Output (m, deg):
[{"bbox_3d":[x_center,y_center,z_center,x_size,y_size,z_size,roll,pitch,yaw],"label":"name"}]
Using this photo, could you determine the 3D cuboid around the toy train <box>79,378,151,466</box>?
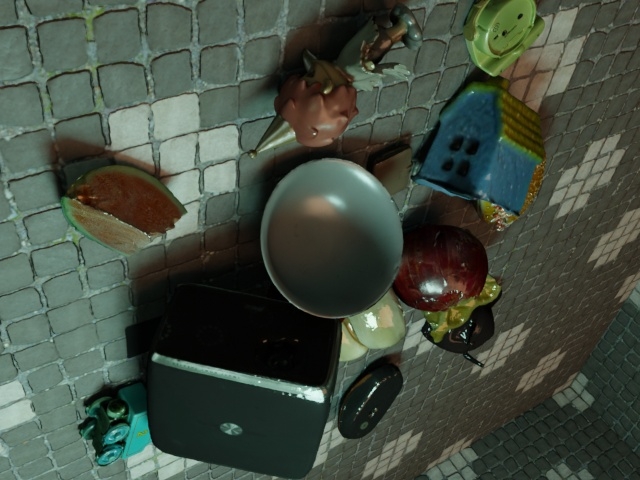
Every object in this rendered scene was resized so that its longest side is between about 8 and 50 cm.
[{"bbox_3d":[-0.481,0.447,1.573,0.163,0.112,0.203,-12,139,-42],"label":"toy train"}]

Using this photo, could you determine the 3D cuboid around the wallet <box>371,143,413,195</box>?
[{"bbox_3d":[0.168,-0.162,1.559,0.117,0.039,0.153,-25,146,-16],"label":"wallet"}]

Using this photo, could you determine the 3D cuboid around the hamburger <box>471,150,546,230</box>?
[{"bbox_3d":[0.524,-0.160,1.792,0.227,0.151,0.295,-37,146,-8],"label":"hamburger"}]

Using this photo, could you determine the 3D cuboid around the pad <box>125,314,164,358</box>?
[{"bbox_3d":[-0.361,0.210,1.514,0.193,0.004,0.116,-16,138,-28],"label":"pad"}]

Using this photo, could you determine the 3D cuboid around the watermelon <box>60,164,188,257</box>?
[{"bbox_3d":[-0.372,-0.048,1.153,0.146,0.128,0.231,-26,139,31],"label":"watermelon"}]

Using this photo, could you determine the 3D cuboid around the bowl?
[{"bbox_3d":[0.000,0.000,1.434,0.345,0.346,0.157,-19,-177,-27],"label":"bowl"}]

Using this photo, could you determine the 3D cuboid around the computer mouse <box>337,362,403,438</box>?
[{"bbox_3d":[0.166,0.557,2.282,0.183,0.116,0.323,21,106,-48],"label":"computer mouse"}]

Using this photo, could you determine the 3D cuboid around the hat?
[{"bbox_3d":[0.548,0.303,2.267,0.336,0.209,0.238,-23,144,-21],"label":"hat"}]

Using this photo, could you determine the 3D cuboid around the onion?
[{"bbox_3d":[0.318,0.070,1.766,0.276,0.276,0.276,-24,142,-21],"label":"onion"}]

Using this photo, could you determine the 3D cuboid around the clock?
[{"bbox_3d":[0.384,-0.474,1.383,0.170,0.069,0.232,-44,145,6],"label":"clock"}]

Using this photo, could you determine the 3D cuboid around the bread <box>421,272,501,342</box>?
[{"bbox_3d":[0.401,0.152,1.963,0.252,0.239,0.196,-37,144,12],"label":"bread"}]

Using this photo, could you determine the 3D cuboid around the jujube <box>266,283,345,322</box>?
[{"bbox_3d":[-0.006,0.123,1.581,0.290,0.197,0.197,-43,146,-13],"label":"jujube"}]

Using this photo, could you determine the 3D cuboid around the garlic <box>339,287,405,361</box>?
[{"bbox_3d":[0.102,0.206,1.789,0.313,0.285,0.250,56,41,-60],"label":"garlic"}]

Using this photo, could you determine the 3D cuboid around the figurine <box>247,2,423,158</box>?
[{"bbox_3d":[0.016,-0.284,1.205,0.387,0.166,0.207,-37,-172,3],"label":"figurine"}]

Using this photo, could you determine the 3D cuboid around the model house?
[{"bbox_3d":[0.403,-0.229,1.559,0.237,0.215,0.303,13,104,-48],"label":"model house"}]

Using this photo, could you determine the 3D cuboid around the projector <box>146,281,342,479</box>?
[{"bbox_3d":[-0.172,0.323,1.460,0.394,0.242,0.405,11,133,-1],"label":"projector"}]
